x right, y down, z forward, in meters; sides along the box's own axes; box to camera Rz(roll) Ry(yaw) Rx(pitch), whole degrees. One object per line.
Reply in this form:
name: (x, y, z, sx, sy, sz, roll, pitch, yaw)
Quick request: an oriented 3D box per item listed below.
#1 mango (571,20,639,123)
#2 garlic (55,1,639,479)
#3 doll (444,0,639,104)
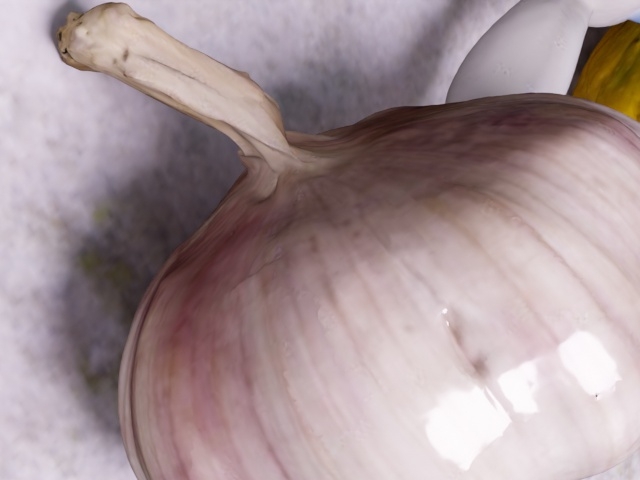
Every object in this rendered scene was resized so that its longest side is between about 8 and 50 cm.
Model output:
mango: (0.255, -0.101, 0.721, 0.359, 0.144, 0.187, -44, 145, -29)
garlic: (0.000, 0.000, 0.478, 0.253, 0.245, 0.245, 49, 62, -5)
doll: (0.140, -0.185, 0.579, 0.159, 0.242, 0.311, 38, 71, -8)
